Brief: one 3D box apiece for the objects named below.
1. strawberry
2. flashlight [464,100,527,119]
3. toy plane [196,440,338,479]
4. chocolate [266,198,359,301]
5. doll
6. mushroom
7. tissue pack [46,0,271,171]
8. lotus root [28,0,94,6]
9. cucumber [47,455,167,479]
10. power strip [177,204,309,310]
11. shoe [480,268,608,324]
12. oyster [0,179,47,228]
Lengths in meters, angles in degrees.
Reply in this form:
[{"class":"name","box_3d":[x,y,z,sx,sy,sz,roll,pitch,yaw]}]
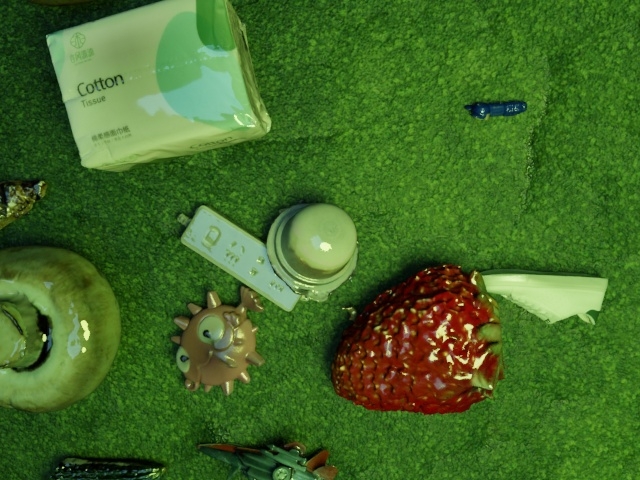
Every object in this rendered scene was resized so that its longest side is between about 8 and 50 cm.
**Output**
[{"class":"strawberry","box_3d":[0.178,0.194,0.923,0.343,0.292,0.292,-7,93,17]},{"class":"flashlight","box_3d":[0.362,-0.266,0.978,0.121,0.057,0.035,-5,129,-2]},{"class":"toy plane","box_3d":[-0.123,0.496,1.029,0.326,0.104,0.223,6,123,7]},{"class":"chocolate","box_3d":[-0.004,0.006,0.935,0.221,0.147,0.221,2,80,-9]},{"class":"doll","box_3d":[-0.215,0.215,1.020,0.211,0.093,0.262,42,98,7]},{"class":"mushroom","box_3d":[-0.578,0.175,0.961,0.352,0.260,0.352,0,90,0]},{"class":"tissue pack","box_3d":[-0.304,-0.302,0.941,0.357,0.194,0.266,-13,94,5]},{"class":"lotus root","box_3d":[-0.533,-0.554,0.977,0.241,0.123,0.124,-2,65,7]},{"class":"cucumber","box_3d":[-0.479,0.532,1.072,0.265,0.077,0.077,2,94,3]},{"class":"power strip","box_3d":[-0.164,0.032,1.022,0.338,0.058,0.098,33,96,2]},{"class":"shoe","box_3d":[0.448,0.118,0.968,0.265,0.095,0.110,1,95,2]},{"class":"oyster","box_3d":[-0.769,-0.071,1.056,0.345,0.078,0.128,-16,84,8]}]
